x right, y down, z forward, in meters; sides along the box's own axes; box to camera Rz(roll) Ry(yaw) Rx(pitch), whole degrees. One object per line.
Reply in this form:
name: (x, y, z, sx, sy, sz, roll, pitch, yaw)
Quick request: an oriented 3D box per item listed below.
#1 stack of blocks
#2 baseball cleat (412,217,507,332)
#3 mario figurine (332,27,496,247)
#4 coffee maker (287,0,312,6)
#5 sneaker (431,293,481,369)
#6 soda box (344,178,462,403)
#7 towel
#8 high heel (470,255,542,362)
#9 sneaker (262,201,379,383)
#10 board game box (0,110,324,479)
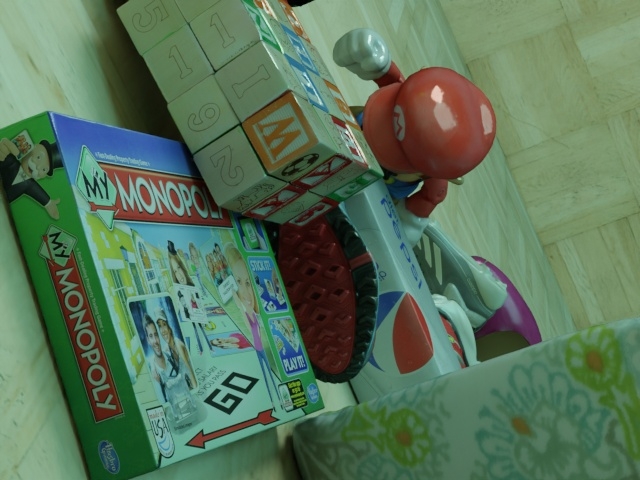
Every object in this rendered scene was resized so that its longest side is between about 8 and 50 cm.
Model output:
stack of blocks: (-0.077, -0.163, 0.982, 0.297, 0.087, 0.171, 62, 14, 14)
baseball cleat: (0.133, 0.031, 1.583, 0.206, 0.109, 0.072, 41, 1, 9)
mario figurine: (0.063, -0.103, 1.364, 0.198, 0.170, 0.320, 34, -9, -5)
coffee maker: (-0.057, -0.345, 1.320, 0.178, 0.120, 0.171, 71, 16, 6)
sneaker: (0.139, 0.193, 1.401, 0.279, 0.107, 0.118, 59, 37, -23)
soda box: (0.065, 0.085, 1.245, 0.098, 0.091, 0.286, -49, 117, -72)
towel: (0.155, 0.240, 0.887, 0.090, 0.374, 0.321, -7, 77, -45)
high heel: (0.251, 0.209, 1.629, 0.181, 0.127, 0.377, -97, 166, -71)
sneaker: (0.000, 0.000, 1.113, 0.125, 0.104, 0.262, 34, 38, -68)
board game box: (-0.094, 0.036, 0.857, 0.317, 0.046, 0.214, 2, 69, -73)
